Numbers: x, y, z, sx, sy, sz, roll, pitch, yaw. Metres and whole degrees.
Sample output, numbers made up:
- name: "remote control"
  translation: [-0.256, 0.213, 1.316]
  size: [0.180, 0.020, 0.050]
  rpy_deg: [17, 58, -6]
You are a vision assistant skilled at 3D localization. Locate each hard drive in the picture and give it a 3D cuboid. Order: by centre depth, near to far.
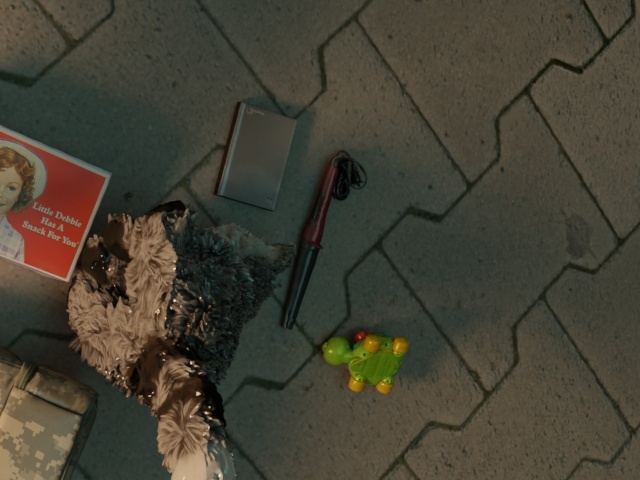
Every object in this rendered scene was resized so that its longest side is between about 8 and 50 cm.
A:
- name: "hard drive"
  translation: [-0.091, -0.118, 1.774]
  size: [0.094, 0.022, 0.135]
  rpy_deg: [16, 87, -30]

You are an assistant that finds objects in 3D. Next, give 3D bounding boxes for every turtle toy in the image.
- name: "turtle toy"
  translation: [0.065, 0.171, 1.869]
  size: [0.130, 0.066, 0.095]
  rpy_deg: [8, 115, -29]

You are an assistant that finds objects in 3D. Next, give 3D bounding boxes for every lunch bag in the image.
- name: "lunch bag"
  translation: [-0.433, 0.259, 1.507]
  size: [0.256, 0.212, 0.305]
  rpy_deg: [24, 81, -11]

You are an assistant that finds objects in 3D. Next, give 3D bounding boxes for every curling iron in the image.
- name: "curling iron"
  translation: [0.000, 0.000, 1.831]
  size: [0.068, 0.035, 0.274]
  rpy_deg: [24, 82, -30]

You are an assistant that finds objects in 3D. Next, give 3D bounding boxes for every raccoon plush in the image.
- name: "raccoon plush"
  translation: [-0.136, 0.151, 1.590]
  size: [0.299, 0.216, 0.446]
  rpy_deg: [19, 50, -48]

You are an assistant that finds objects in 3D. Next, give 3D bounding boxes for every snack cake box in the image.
- name: "snack cake box"
  translation: [-0.411, -0.065, 1.553]
  size: [0.264, 0.089, 0.152]
  rpy_deg: [25, 81, -30]
